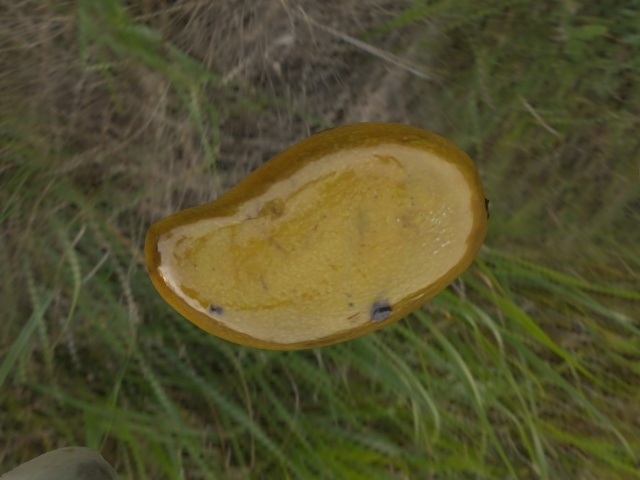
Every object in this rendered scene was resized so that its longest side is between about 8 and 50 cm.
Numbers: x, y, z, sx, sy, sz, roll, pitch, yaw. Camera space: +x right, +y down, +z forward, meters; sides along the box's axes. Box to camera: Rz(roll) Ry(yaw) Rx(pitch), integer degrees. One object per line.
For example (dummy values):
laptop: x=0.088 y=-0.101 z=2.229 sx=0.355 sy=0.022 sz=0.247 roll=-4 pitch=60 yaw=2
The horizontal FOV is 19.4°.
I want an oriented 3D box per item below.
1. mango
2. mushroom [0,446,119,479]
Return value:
mango: x=0.001 y=-0.001 z=1.598 sx=0.295 sy=0.120 sz=0.177 roll=-18 pitch=93 yaw=-2
mushroom: x=-0.223 y=0.257 z=1.317 sx=0.128 sy=0.350 sz=0.128 roll=4 pitch=111 yaw=10
